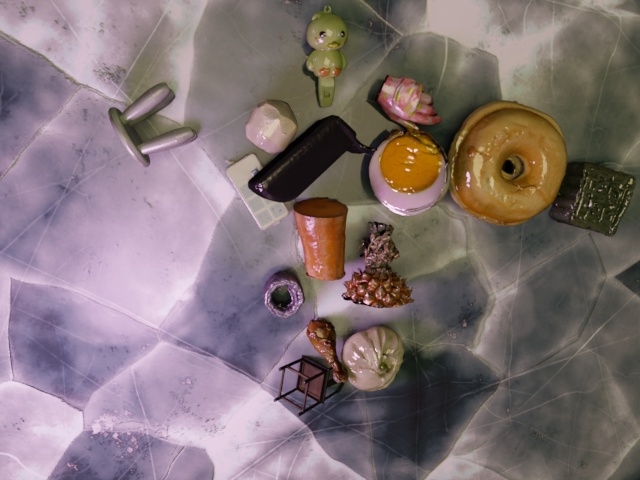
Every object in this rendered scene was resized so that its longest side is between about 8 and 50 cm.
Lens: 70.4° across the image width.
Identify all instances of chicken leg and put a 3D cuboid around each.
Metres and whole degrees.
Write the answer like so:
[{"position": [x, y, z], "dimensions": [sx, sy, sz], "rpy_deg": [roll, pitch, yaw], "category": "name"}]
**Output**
[{"position": [0.029, 0.398, 1.646], "dimensions": [0.107, 0.087, 0.252], "rpy_deg": [-19, 76, -22], "category": "chicken leg"}]

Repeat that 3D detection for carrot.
[{"position": [0.000, 0.000, 1.560], "dimensions": [0.195, 0.196, 0.255], "rpy_deg": [-3, 113, -8], "category": "carrot"}]

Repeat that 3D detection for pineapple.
[{"position": [0.205, 0.072, 1.563], "dimensions": [0.262, 0.262, 0.272], "rpy_deg": [3, 96, -9], "category": "pineapple"}]

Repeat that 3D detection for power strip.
[{"position": [-0.213, -0.167, 1.543], "dimensions": [0.117, 0.046, 0.271], "rpy_deg": [-30, 105, -1], "category": "power strip"}]

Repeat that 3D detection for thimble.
[{"position": [-0.130, 0.190, 1.610], "dimensions": [0.149, 0.098, 0.150], "rpy_deg": [-2, 103, -7], "category": "thimble"}]

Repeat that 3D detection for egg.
[{"position": [0.311, -0.229, 1.552], "dimensions": [0.264, 0.174, 0.286], "rpy_deg": [-43, 76, 20], "category": "egg"}]

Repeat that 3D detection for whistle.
[{"position": [0.026, -0.580, 1.441], "dimensions": [0.141, 0.141, 0.294], "rpy_deg": [-7, 105, -7], "category": "whistle"}]

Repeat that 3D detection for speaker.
[{"position": [-0.029, -0.240, 1.466], "dimensions": [0.388, 0.180, 0.184], "rpy_deg": [-42, 107, -8], "category": "speaker"}]

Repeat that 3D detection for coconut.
[{"position": [-0.150, -0.369, 1.449], "dimensions": [0.161, 0.161, 0.162], "rpy_deg": [31, 104, -14], "category": "coconut"}]

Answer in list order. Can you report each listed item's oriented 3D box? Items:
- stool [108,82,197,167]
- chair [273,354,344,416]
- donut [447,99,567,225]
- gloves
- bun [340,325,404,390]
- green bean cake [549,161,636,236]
[{"position": [-0.503, -0.348, 1.380], "dimensions": [0.198, 0.195, 0.195], "rpy_deg": [-27, 105, -3], "category": "stool"}, {"position": [-0.032, 0.520, 1.687], "dimensions": [0.260, 0.141, 0.155], "rpy_deg": [-6, 110, -53], "category": "chair"}, {"position": [0.644, -0.264, 1.575], "dimensions": [0.448, 0.198, 0.450], "rpy_deg": [-2, 104, -9], "category": "donut"}, {"position": [0.307, -0.453, 1.523], "dimensions": [0.241, 0.126, 0.145], "rpy_deg": [23, 93, -5], "category": "gloves"}, {"position": [0.198, 0.440, 1.680], "dimensions": [0.259, 0.160, 0.260], "rpy_deg": [-2, 99, -13], "category": "bun"}, {"position": [1.023, -0.155, 1.698], "dimensions": [0.254, 0.132, 0.241], "rpy_deg": [15, 96, -12], "category": "green bean cake"}]
